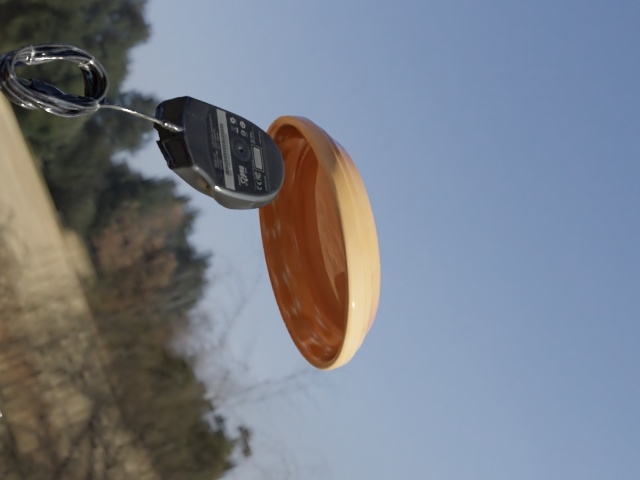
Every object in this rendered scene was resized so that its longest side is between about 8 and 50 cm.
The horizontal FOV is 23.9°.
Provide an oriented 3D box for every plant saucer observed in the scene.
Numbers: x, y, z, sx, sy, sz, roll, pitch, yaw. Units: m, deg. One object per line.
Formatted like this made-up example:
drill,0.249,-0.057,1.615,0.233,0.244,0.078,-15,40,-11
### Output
plant saucer,0.000,0.000,1.169,0.200,0.037,0.199,170,-90,-70

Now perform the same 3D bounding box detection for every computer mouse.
computer mouse,-0.115,-0.070,0.980,0.242,0.041,0.071,22,53,-43
